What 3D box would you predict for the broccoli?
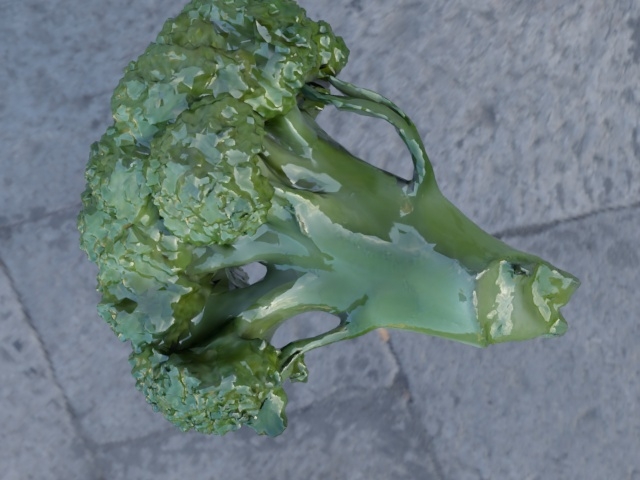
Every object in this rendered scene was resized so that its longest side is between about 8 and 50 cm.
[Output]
[{"bbox_3d":[-0.034,0.000,0.700,0.254,0.186,0.302,-43,67,-1],"label":"broccoli"}]
